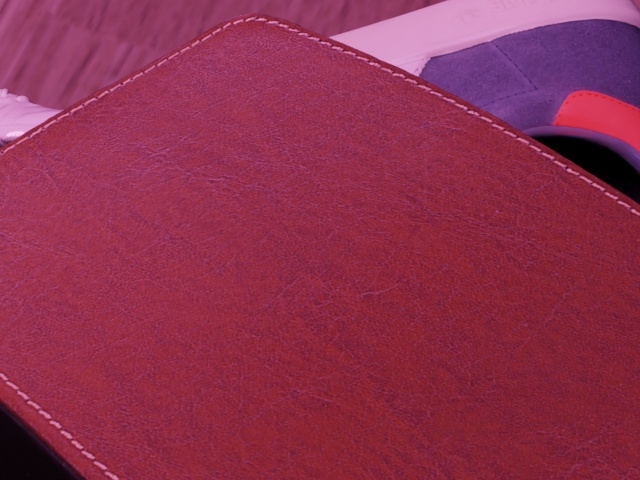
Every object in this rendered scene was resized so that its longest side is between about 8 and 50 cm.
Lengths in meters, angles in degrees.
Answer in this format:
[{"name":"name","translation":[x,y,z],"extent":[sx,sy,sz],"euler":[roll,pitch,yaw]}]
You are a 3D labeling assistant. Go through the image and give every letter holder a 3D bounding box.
[{"name":"letter holder","translation":[0.007,0.066,0.691],"extent":[0.214,0.152,0.302],"euler":[-35,47,-24]}]

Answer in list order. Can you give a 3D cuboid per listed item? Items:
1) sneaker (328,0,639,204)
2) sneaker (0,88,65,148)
[{"name":"sneaker","translation":[0.000,0.000,0.851],"extent":[0.350,0.131,0.148],"euler":[-21,58,3]},{"name":"sneaker","translation":[-0.173,-0.061,0.964],"extent":[0.152,0.053,0.061],"euler":[-1,63,13]}]
